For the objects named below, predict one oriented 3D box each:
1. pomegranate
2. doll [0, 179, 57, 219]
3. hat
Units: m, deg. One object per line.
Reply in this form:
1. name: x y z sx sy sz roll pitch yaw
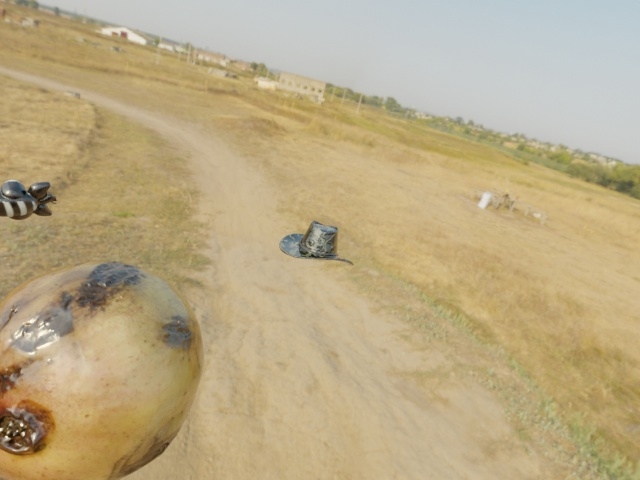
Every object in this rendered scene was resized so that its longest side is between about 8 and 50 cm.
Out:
1. pomegranate: -0.324 0.186 0.579 0.322 0.322 0.322 14 20 -5
2. doll: -0.641 -0.073 0.783 0.219 0.091 0.067 -10 47 -35
3. hat: 0.000 0.000 0.573 0.121 0.050 0.121 18 11 -4
